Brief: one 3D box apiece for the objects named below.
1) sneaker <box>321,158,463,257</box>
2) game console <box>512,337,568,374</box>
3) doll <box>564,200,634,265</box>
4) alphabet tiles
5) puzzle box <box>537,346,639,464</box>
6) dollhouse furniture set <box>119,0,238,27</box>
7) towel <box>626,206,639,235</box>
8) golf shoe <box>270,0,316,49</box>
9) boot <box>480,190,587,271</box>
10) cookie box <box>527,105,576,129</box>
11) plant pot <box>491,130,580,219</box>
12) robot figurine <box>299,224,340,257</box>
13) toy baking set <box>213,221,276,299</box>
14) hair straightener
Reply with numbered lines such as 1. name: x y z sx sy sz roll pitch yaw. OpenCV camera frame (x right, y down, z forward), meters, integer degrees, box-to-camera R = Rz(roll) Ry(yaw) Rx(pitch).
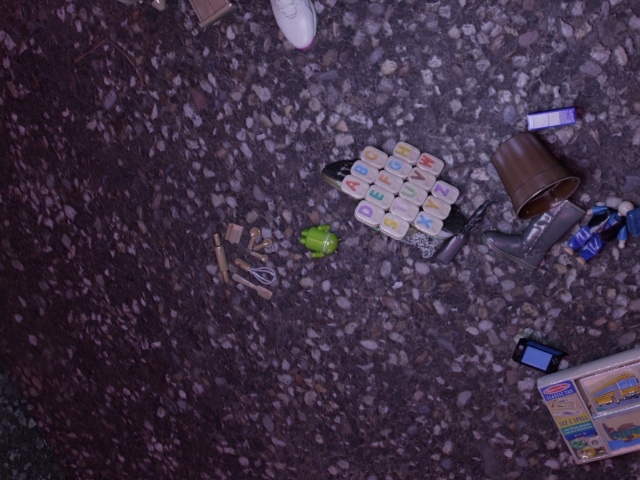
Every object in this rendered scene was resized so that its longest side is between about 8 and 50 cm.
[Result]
1. sneaker: 0.170 -0.074 1.683 0.410 0.158 0.182 30 128 13
2. game console: 0.596 0.316 1.684 0.122 0.071 0.107 20 112 13
3. doll: 0.710 -0.023 1.552 0.129 0.046 0.189 43 109 9
4. alphabet tiles: 0.206 -0.134 1.587 0.277 0.284 0.021 28 150 9
5. puzzle box: 0.825 0.427 1.639 0.408 0.052 0.272 -25 100 24
6. dollhouse furniture set: -0.351 -0.656 1.556 0.303 0.355 0.174 -26 97 24
7. towel: 0.806 -0.059 1.495 0.119 0.029 0.067 -19 109 6
8. golf shoe: -0.099 -0.644 1.591 0.115 0.140 0.307 -14 103 21
9. boot: 0.545 -0.040 1.590 0.189 0.076 0.209 26 120 -4
10. cookie box: 0.558 -0.296 1.495 0.107 0.092 0.040 -5 101 21
11. plant pot: 0.510 -0.165 1.500 0.167 0.167 0.165 -37 63 25
12. robot figurine: 0.000 0.000 1.796 0.115 0.067 0.101 18 109 13
13. toy baking set: -0.234 0.067 1.920 0.196 0.030 0.257 -1 106 20
14. hair straightener: 0.391 -0.020 1.641 0.047 0.089 0.230 41 114 0
